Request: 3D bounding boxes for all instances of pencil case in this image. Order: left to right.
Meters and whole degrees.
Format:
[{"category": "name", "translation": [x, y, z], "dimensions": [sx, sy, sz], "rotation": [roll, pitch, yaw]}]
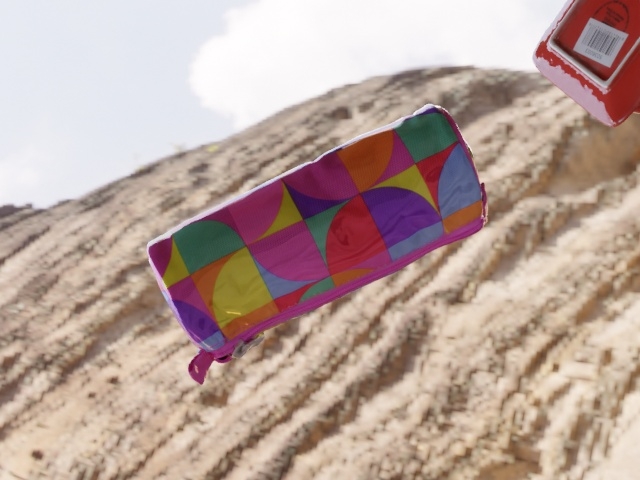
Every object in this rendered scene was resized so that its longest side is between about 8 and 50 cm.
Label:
[{"category": "pencil case", "translation": [0.000, 0.000, 0.969], "dimensions": [0.236, 0.104, 0.104], "rotation": [-29, -68, -1]}]

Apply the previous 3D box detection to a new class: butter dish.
[{"category": "butter dish", "translation": [0.312, -0.190, 1.388], "dimensions": [0.118, 0.160, 0.160], "rotation": [22, -71, -39]}]
